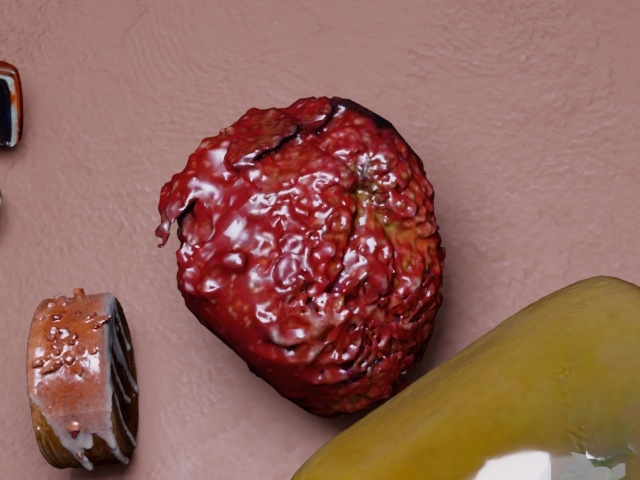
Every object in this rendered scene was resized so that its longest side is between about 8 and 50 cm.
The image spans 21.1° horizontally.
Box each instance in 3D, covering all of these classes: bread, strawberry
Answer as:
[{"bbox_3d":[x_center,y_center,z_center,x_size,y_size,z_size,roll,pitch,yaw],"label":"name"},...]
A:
[{"bbox_3d":[0.182,0.233,1.338,0.376,0.253,0.348,-31,73,-5],"label":"bread"},{"bbox_3d":[-0.204,0.122,1.494,0.073,0.160,0.160,-3,66,4],"label":"bread"},{"bbox_3d":[0.000,0.000,1.455,0.220,0.274,0.274,-40,62,27],"label":"strawberry"}]

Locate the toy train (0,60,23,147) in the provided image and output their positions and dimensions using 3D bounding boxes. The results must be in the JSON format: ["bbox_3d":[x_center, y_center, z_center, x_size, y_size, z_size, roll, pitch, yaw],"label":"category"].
[{"bbox_3d":[-0.482,-0.141,1.683,0.409,0.089,0.086,1,107,8],"label":"toy train"}]

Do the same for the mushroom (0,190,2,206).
[{"bbox_3d":[-0.395,-0.044,1.578,0.215,0.207,0.207,8,62,-29],"label":"mushroom"}]
